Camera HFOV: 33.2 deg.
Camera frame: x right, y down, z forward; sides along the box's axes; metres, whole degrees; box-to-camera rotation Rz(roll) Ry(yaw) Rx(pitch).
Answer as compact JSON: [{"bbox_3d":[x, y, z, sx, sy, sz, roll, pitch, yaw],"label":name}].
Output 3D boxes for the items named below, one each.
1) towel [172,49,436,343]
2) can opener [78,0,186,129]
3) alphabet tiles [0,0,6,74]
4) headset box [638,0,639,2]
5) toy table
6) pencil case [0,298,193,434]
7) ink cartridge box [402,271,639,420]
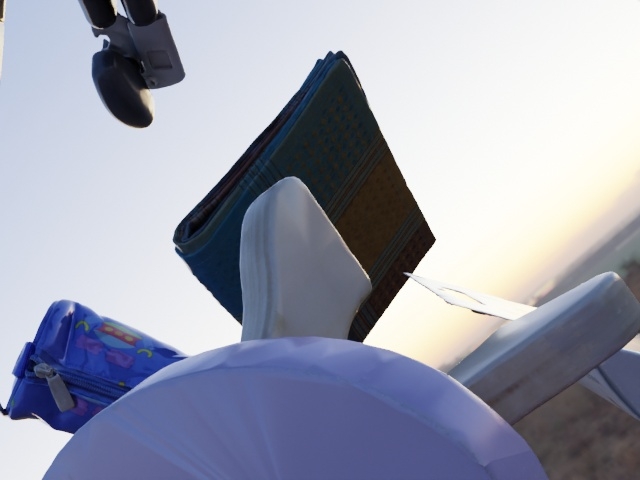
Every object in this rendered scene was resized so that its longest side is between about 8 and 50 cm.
[{"bbox_3d":[0.000,0.000,1.204,0.271,0.040,0.370,-52,-36,-14],"label":"towel"},{"bbox_3d":[-0.185,-0.203,0.976,0.076,0.095,0.283,-3,-26,4],"label":"can opener"},{"bbox_3d":[-0.214,-0.148,0.511,0.237,0.009,0.198,4,-90,-76],"label":"alphabet tiles"},{"bbox_3d":[0.280,-0.238,0.895,0.083,0.032,0.062,-44,-42,14],"label":"headset box"},{"bbox_3d":[0.007,0.105,0.472,0.274,0.252,0.161,-20,9,39],"label":"toy table"},{"bbox_3d":[-0.139,0.155,0.987,0.133,0.306,0.119,21,-90,-88],"label":"pencil case"},{"bbox_3d":[0.175,0.082,0.726,0.189,0.232,0.066,-142,62,-84],"label":"ink cartridge box"}]
